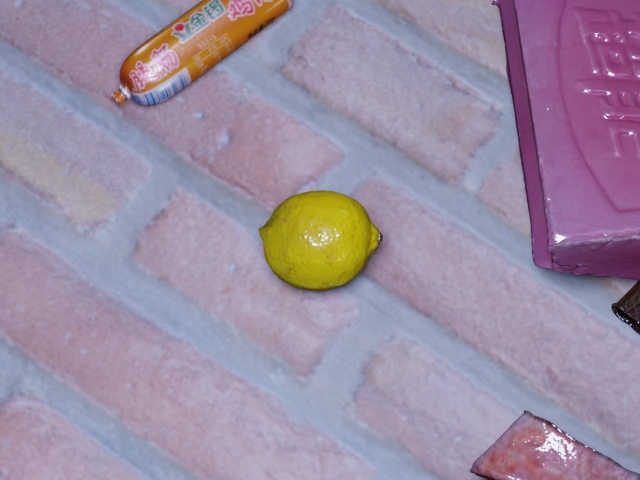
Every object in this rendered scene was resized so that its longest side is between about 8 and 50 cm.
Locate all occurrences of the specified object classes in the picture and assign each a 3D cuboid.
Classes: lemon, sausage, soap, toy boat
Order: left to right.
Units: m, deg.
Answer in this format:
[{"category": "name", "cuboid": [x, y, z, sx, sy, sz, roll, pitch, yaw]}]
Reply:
[{"category": "sausage", "cuboid": [-0.140, -0.227, 1.967, 0.234, 0.071, 0.071, -39, 72, -14]}, {"category": "lemon", "cuboid": [0.000, 0.000, 1.848, 0.133, 0.109, 0.109, 2, 67, 0]}, {"category": "toy boat", "cuboid": [0.207, 0.333, 1.727, 0.206, 0.096, 0.282, 32, 80, -2]}, {"category": "soap", "cuboid": [0.324, -0.139, 1.859, 0.233, 0.128, 0.359, -5, 66, -1]}]

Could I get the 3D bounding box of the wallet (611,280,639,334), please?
[{"category": "wallet", "cuboid": [0.443, 0.033, 1.862, 0.243, 0.039, 0.133, -41, 69, -16]}]
